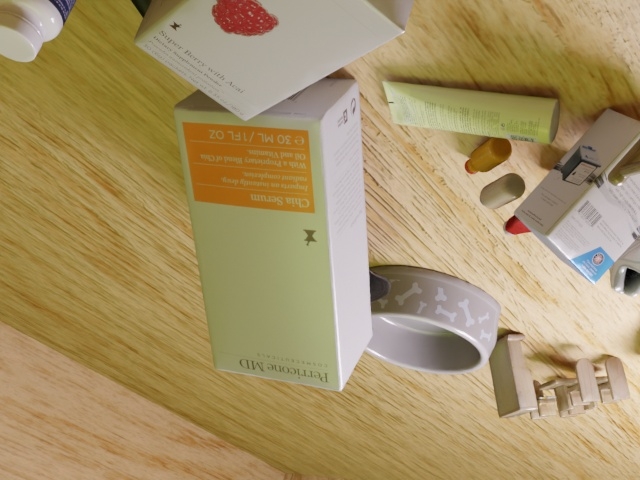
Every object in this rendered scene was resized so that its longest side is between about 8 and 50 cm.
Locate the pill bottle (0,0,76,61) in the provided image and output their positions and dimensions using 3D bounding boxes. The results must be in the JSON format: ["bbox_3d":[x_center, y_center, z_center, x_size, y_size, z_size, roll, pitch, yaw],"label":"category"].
[{"bbox_3d":[-0.367,-0.317,1.110,0.094,0.169,0.094,13,154,7],"label":"pill bottle"}]

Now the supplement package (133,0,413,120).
[{"bbox_3d":[-0.045,-0.291,0.969,0.177,0.175,0.293,33,149,-28],"label":"supplement package"}]

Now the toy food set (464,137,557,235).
[{"bbox_3d":[0.325,-0.061,1.286,0.232,0.111,0.104,20,166,-10],"label":"toy food set"}]

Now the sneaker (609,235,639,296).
[{"bbox_3d":[0.527,-0.003,1.269,0.110,0.118,0.292,22,152,-8],"label":"sneaker"}]

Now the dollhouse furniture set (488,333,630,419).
[{"bbox_3d":[0.507,0.294,1.889,0.242,0.161,0.212,0,159,-18],"label":"dollhouse furniture set"}]

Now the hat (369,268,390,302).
[{"bbox_3d":[0.000,0.000,1.568,0.331,0.134,0.331,19,161,7],"label":"hat"}]

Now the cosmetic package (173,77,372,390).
[{"bbox_3d":[-0.060,-0.011,1.310,0.230,0.161,0.453,6,121,20],"label":"cosmetic package"}]

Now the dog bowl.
[{"bbox_3d":[0.211,0.180,1.827,0.349,0.102,0.349,14,154,7],"label":"dog bowl"}]

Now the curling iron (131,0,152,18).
[{"bbox_3d":[-0.272,-0.363,1.119,0.068,0.035,0.274,4,151,32],"label":"curling iron"}]

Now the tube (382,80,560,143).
[{"bbox_3d":[0.204,-0.179,1.187,0.240,0.062,0.070,10,110,24],"label":"tube"}]

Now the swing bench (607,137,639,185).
[{"bbox_3d":[0.443,-0.147,0.815,0.165,0.255,0.253,26,174,-6],"label":"swing bench"}]

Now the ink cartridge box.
[{"bbox_3d":[0.379,-0.058,1.160,0.139,0.191,0.082,38,-175,-35],"label":"ink cartridge box"}]
